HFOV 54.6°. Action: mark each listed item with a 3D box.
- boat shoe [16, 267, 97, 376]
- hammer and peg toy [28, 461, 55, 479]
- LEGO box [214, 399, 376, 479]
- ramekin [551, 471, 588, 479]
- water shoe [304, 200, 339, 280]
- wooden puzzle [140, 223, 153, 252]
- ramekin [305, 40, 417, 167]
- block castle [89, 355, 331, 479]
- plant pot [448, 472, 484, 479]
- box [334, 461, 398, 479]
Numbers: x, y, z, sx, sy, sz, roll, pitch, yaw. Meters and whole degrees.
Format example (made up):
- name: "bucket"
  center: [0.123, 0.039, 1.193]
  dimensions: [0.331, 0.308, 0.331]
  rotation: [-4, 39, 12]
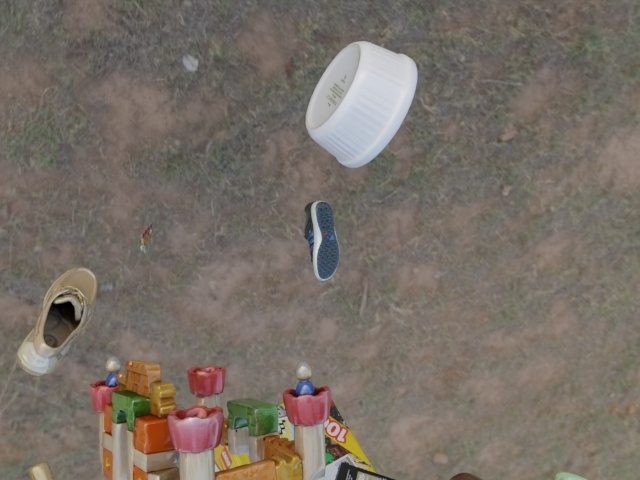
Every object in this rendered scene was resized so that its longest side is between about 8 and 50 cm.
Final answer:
- name: "boat shoe"
  center: [-0.601, 0.170, 1.483]
  dimensions: [0.122, 0.341, 0.110]
  rotation: [34, 119, -22]
- name: "hammer and peg toy"
  center: [-0.617, 0.494, 0.991]
  dimensions: [0.266, 0.127, 0.361]
  rotation: [-35, 162, 26]
- name: "LEGO box"
  center: [-0.040, 0.705, 1.695]
  dimensions: [0.373, 0.500, 0.193]
  rotation: [-7, 136, -35]
- name: "ramekin"
  center: [0.469, 0.525, 0.976]
  dimensions: [0.303, 0.303, 0.148]
  rotation: [25, 98, -33]
- name: "water shoe"
  center: [0.000, 0.000, 1.580]
  dimensions: [0.073, 0.080, 0.203]
  rotation: [-2, 92, -29]
- name: "wooden puzzle"
  center: [-0.423, -0.003, 1.505]
  dimensions: [0.006, 0.083, 0.049]
  rotation: [1, 118, 6]
- name: "ramekin"
  center: [0.077, -0.304, 1.345]
  dimensions: [0.127, 0.272, 0.272]
  rotation: [26, 115, -24]
- name: "block castle"
  center: [-0.221, 0.317, 1.144]
  dimensions: [0.303, 0.453, 0.212]
  rotation: [0, 87, -38]
- name: "plant pot"
  center: [0.463, 0.763, 1.663]
  dimensions: [0.216, 0.230, 0.215]
  rotation: [3, 85, -33]
- name: "box"
  center: [0.064, 0.340, 0.634]
  dimensions: [0.148, 0.180, 0.077]
  rotation: [16, 118, 6]
